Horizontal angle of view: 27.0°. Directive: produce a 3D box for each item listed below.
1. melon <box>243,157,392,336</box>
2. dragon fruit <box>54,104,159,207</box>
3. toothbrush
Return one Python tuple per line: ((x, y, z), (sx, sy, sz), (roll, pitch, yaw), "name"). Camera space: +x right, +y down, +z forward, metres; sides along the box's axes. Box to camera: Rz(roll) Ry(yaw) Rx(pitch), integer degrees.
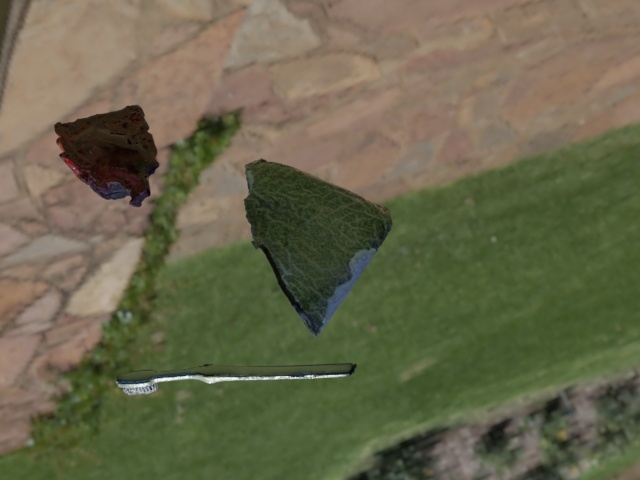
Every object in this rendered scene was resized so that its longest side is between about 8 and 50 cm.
((0.003, -0.003, 1.293), (0.139, 0.202, 0.093), (-20, 157, -6), "melon")
((-0.218, -0.079, 1.326), (0.063, 0.131, 0.097), (24, 122, -43), "dragon fruit")
((-0.102, 0.161, 1.602), (0.294, 0.026, 0.028), (-6, 126, 8), "toothbrush")
